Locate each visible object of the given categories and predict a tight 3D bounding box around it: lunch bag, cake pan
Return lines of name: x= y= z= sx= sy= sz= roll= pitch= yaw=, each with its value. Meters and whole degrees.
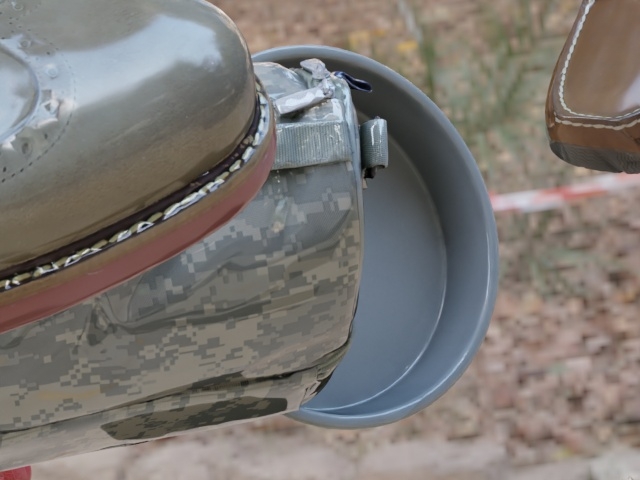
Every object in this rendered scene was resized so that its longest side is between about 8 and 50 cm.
lunch bag: x=-0.121 y=0.002 z=1.192 sx=0.305 sy=0.213 sz=0.256 roll=-9 pitch=-18 yaw=-12
cake pan: x=0.000 y=0.000 z=1.435 sx=0.293 sy=0.293 sz=0.054 roll=-17 pitch=-4 yaw=-33

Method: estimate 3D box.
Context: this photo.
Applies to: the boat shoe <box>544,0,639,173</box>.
boat shoe: x=0.217 y=-0.175 z=1.159 sx=0.122 sy=0.120 sz=0.324 roll=7 pitch=45 yaw=30

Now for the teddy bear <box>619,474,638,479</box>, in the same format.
teddy bear: x=0.156 y=0.249 z=0.722 sx=0.113 sy=0.338 sz=0.245 roll=-8 pitch=1 yaw=-43

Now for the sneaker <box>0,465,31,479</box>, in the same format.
sneaker: x=-0.287 y=0.176 z=1.703 sx=0.128 sy=0.087 sz=0.221 roll=-29 pitch=17 yaw=-34

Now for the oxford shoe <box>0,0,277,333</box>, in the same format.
oxford shoe: x=-0.171 y=-0.047 z=0.470 sx=0.348 sy=0.130 sz=0.123 roll=-5 pitch=40 yaw=-21
